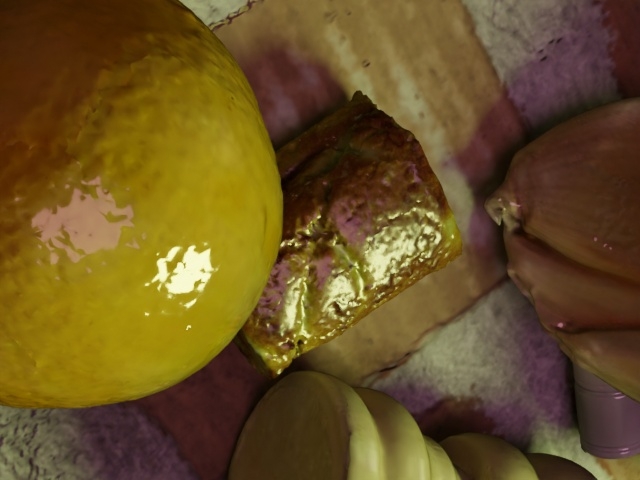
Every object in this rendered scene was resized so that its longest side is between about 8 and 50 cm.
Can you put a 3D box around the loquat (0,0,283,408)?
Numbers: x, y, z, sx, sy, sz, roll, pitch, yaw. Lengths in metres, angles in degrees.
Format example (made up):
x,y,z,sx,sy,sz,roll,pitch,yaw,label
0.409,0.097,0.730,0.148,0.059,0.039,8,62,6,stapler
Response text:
x,y,z,sx,sy,sz,roll,pitch,yaw,label
-0.161,-0.040,0.790,0.274,0.275,0.275,-7,108,-20,loquat

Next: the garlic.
x,y,z,sx,sy,sz,roll,pitch,yaw,label
0.241,-0.002,1.033,0.228,0.110,0.217,30,92,9,garlic

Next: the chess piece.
x,y,z,sx,sy,sz,roll,pitch,yaw,label
0.092,0.202,1.037,0.299,0.167,0.167,15,100,-32,chess piece

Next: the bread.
x,y,z,sx,sy,sz,roll,pitch,yaw,label
0.000,0.000,0.951,0.172,0.103,0.132,-34,119,-12,bread

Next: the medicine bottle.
x,y,z,sx,sy,sz,roll,pitch,yaw,label
0.231,0.124,1.109,0.057,0.057,0.089,-17,112,-17,medicine bottle
